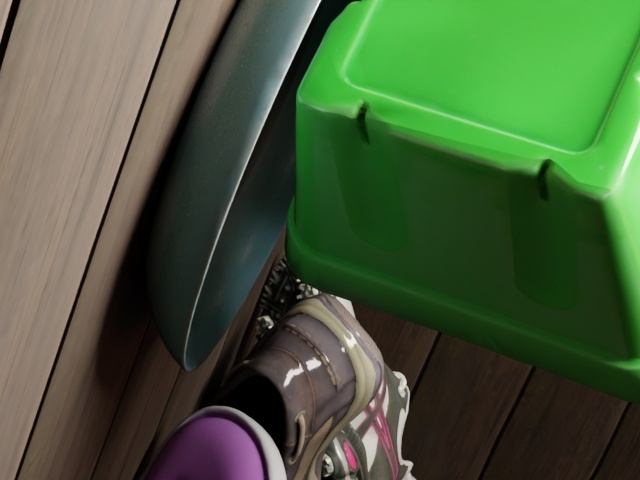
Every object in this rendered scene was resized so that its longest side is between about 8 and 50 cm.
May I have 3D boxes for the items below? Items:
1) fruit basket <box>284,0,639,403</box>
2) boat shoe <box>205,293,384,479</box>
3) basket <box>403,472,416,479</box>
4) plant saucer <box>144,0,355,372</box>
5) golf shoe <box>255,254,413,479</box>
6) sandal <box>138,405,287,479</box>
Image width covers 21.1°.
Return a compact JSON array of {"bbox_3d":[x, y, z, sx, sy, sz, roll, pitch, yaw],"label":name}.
[{"bbox_3d":[0.140,-0.100,0.995,0.392,0.283,0.392,-51,151,-42],"label":"fruit basket"},{"bbox_3d":[-0.070,0.186,1.526,0.130,0.132,0.355,-26,152,-41],"label":"boat shoe"},{"bbox_3d":[-0.002,0.472,2.092,0.328,0.266,0.331,58,47,-40],"label":"basket"},{"bbox_3d":[-0.023,-0.080,0.942,0.317,0.044,0.317,25,90,-86],"label":"plant saucer"},{"bbox_3d":[0.017,0.127,1.602,0.120,0.105,0.273,-22,115,-37],"label":"golf shoe"},{"bbox_3d":[-0.137,0.292,1.153,0.102,0.169,0.416,43,59,-43],"label":"sandal"}]
